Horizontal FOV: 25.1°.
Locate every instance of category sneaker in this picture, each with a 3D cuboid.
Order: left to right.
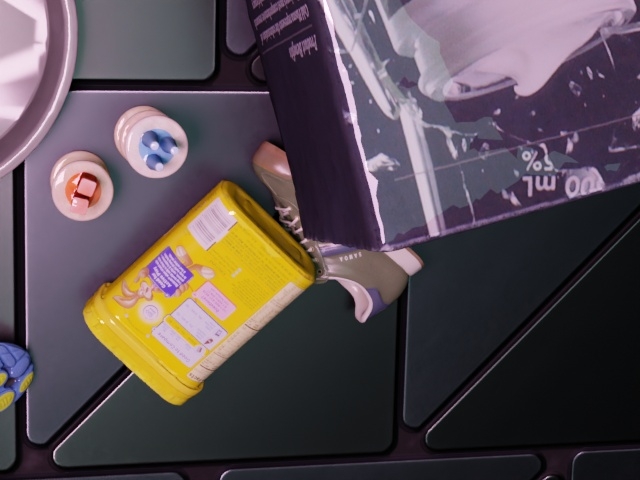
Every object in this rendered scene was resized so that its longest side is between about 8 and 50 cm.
[{"bbox_3d":[-0.340,0.125,1.238,0.188,0.078,0.067,-17,112,-25],"label":"sneaker"},{"bbox_3d":[0.000,0.000,1.293,0.192,0.064,0.086,38,86,-20],"label":"sneaker"}]

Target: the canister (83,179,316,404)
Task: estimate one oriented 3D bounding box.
[{"bbox_3d":[-0.103,0.045,1.252,0.170,0.073,0.126,-42,105,14],"label":"canister"}]

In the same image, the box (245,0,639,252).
[{"bbox_3d":[0.175,-0.279,1.133,0.479,0.297,0.472,-16,96,-10],"label":"box"}]

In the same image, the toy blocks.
[{"bbox_3d":[-0.169,-0.060,1.201,0.123,0.148,0.054,-36,106,-4],"label":"toy blocks"}]

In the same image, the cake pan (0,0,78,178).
[{"bbox_3d":[-0.349,-0.174,1.188,0.293,0.054,0.293,-2,101,-12],"label":"cake pan"}]
